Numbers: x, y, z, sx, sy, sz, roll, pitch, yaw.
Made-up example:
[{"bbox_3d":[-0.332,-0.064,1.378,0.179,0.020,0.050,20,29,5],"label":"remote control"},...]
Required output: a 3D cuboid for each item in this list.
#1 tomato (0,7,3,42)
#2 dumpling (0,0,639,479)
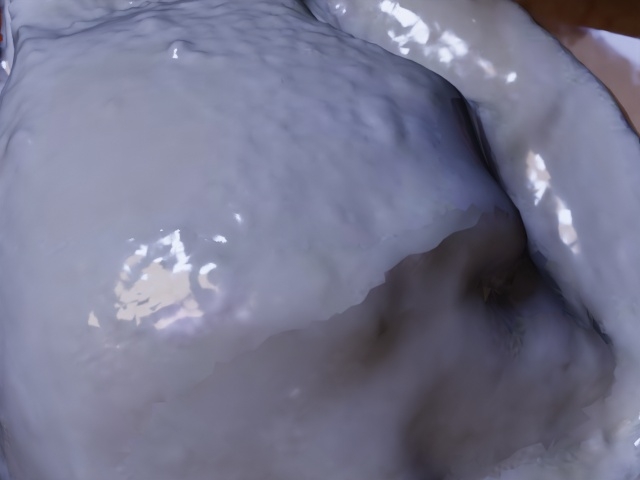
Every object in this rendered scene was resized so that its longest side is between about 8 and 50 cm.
[{"bbox_3d":[-0.188,-0.048,0.671,0.225,0.085,0.225,-5,78,24],"label":"tomato"},{"bbox_3d":[0.001,0.000,0.555,0.227,0.175,0.243,-11,92,-9],"label":"dumpling"}]
